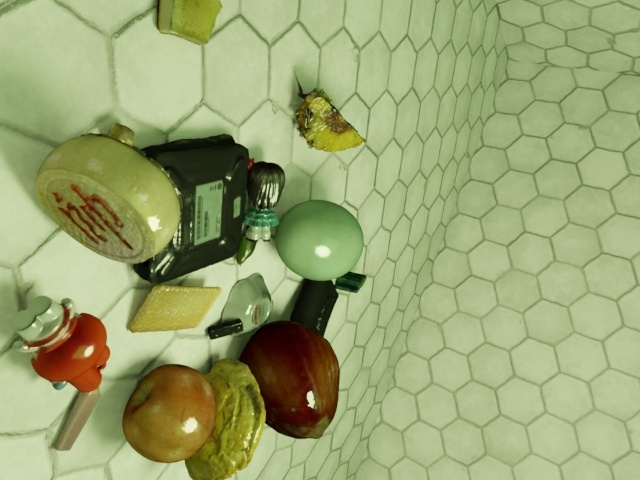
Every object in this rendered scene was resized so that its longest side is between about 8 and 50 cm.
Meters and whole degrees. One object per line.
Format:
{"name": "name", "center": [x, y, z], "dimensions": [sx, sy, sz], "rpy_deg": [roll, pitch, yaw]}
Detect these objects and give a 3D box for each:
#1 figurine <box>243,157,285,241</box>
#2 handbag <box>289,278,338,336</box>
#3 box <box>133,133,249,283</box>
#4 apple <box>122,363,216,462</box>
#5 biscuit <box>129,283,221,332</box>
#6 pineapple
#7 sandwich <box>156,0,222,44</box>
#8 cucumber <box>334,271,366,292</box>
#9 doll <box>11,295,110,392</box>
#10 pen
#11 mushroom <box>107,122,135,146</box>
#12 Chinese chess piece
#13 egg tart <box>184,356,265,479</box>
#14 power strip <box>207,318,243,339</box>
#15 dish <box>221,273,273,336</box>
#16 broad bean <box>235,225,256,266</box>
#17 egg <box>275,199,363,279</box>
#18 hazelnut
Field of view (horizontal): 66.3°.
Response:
{"name": "figurine", "center": [-0.180, -0.118, 1.453], "dimensions": [0.138, 0.110, 0.245], "rpy_deg": [2, 104, -26]}
{"name": "handbag", "center": [-0.019, 0.266, 1.947], "dimensions": [0.244, 0.088, 0.275], "rpy_deg": [62, 39, -49]}
{"name": "box", "center": [-0.325, -0.084, 1.274], "dimensions": [0.350, 0.091, 0.359], "rpy_deg": [-24, 128, -52]}
{"name": "apple", "center": [-0.406, 0.457, 1.314], "dimensions": [0.253, 0.253, 0.253], "rpy_deg": [-36, 136, -45]}
{"name": "biscuit", "center": [-0.391, 0.184, 1.342], "dimensions": [0.160, 0.030, 0.250], "rpy_deg": [-54, 153, 14]}
{"name": "pineapple", "center": [-0.009, -0.396, 1.607], "dimensions": [0.161, 0.158, 0.334], "rpy_deg": [-37, 153, 20]}
{"name": "sandwich", "center": [-0.284, -0.550, 1.106], "dimensions": [0.162, 0.058, 0.193], "rpy_deg": [-12, 115, -59]}
{"name": "cucumber", "center": [0.138, 0.175, 2.185], "dimensions": [0.116, 0.115, 0.062], "rpy_deg": [-48, 144, -49]}
{"name": "doll", "center": [-0.542, 0.231, 1.059], "dimensions": [0.161, 0.130, 0.290], "rpy_deg": [-52, 151, -29]}
{"name": "pen", "center": [-0.583, 0.415, 1.195], "dimensions": [0.197, 0.032, 0.053], "rpy_deg": [-63, 149, -8]}
{"name": "mushroom", "center": [-0.441, -0.154, 1.081], "dimensions": [0.059, 0.054, 0.202], "rpy_deg": [-16, 127, -49]}
{"name": "Chinese chess piece", "center": [-0.408, -0.077, 0.958], "dimensions": [0.270, 0.270, 0.112], "rpy_deg": [76, 28, -44]}
{"name": "egg tart", "center": [-0.313, 0.534, 1.461], "dimensions": [0.153, 0.339, 0.351], "rpy_deg": [38, 82, -41]}
{"name": "power strip", "center": [-0.299, 0.279, 1.545], "dimensions": [0.111, 0.029, 0.038], "rpy_deg": [-12, 122, -23]}
{"name": "dish", "center": [-0.222, 0.228, 1.637], "dimensions": [0.229, 0.081, 0.229], "rpy_deg": [-36, 136, -44]}
{"name": "broad bean", "center": [-0.211, -0.038, 1.535], "dimensions": [0.065, 0.046, 0.254], "rpy_deg": [17, 91, -54]}
{"name": "egg", "center": [0.000, 0.000, 1.675], "dimensions": [0.389, 0.276, 0.276], "rpy_deg": [13, 95, -59]}
{"name": "hazelnut", "center": [-0.099, 0.482, 1.687], "dimensions": [0.353, 0.421, 0.421], "rpy_deg": [-10, 123, -12]}
